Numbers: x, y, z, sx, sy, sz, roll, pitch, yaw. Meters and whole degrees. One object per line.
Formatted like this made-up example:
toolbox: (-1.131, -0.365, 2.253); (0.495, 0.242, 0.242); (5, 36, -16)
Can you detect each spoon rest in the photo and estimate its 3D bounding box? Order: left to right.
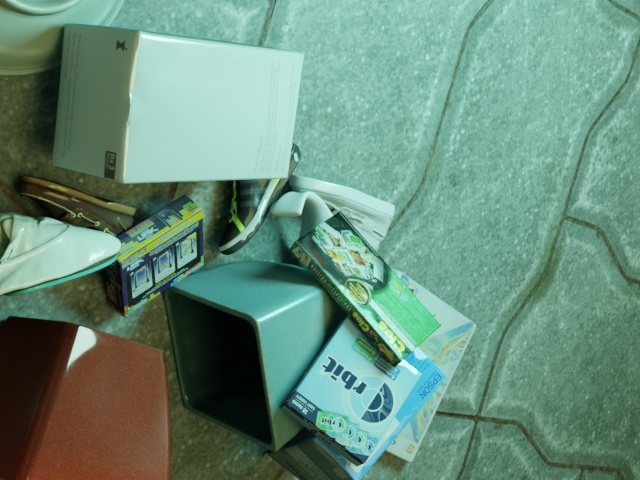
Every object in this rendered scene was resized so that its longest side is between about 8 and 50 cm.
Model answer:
spoon rest: (0.000, 0.000, 2.042); (0.276, 0.137, 0.084); (59, 40, -49)

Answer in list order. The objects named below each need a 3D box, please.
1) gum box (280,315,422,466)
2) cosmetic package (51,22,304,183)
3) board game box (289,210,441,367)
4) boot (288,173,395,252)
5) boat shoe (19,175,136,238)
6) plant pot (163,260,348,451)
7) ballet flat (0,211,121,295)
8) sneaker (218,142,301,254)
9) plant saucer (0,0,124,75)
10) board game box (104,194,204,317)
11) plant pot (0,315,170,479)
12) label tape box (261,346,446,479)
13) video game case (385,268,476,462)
gum box: (0.051, 0.241, 1.858); (0.157, 0.041, 0.184); (38, 63, -4)
cosmetic package: (-0.205, -0.203, 1.744); (0.385, 0.156, 0.217); (-2, 104, -54)
board game box: (0.076, 0.077, 1.910); (0.259, 0.030, 0.136); (49, 40, 7)
boot: (0.032, -0.035, 2.103); (0.258, 0.095, 0.123); (17, 89, -42)
boat shoe: (-0.368, -0.041, 1.749); (0.207, 0.073, 0.073); (21, 86, -44)
plant pot: (-0.079, 0.163, 1.960); (0.252, 0.247, 0.247); (-26, 119, -37)
ballet flat: (-0.473, 0.033, 1.627); (0.400, 0.139, 0.139); (-23, 118, -26)
sneaker: (-0.127, -0.088, 1.973); (0.097, 0.084, 0.234); (33, 80, -14)
plant saucer: (-0.403, -0.421, 1.585); (0.400, 0.100, 0.400); (-15, 113, -40)
board game box: (-0.265, 0.025, 1.846); (0.170, 0.048, 0.141); (-35, 148, -31)
plant pot: (-0.376, 0.250, 1.719); (0.267, 0.267, 0.235); (26, 72, -44)
label tape box: (0.047, 0.314, 2.052); (0.115, 0.348, 0.249); (44, 67, -2)
video game case: (0.164, 0.261, 2.355); (0.300, 0.036, 0.329); (34, 79, -43)
